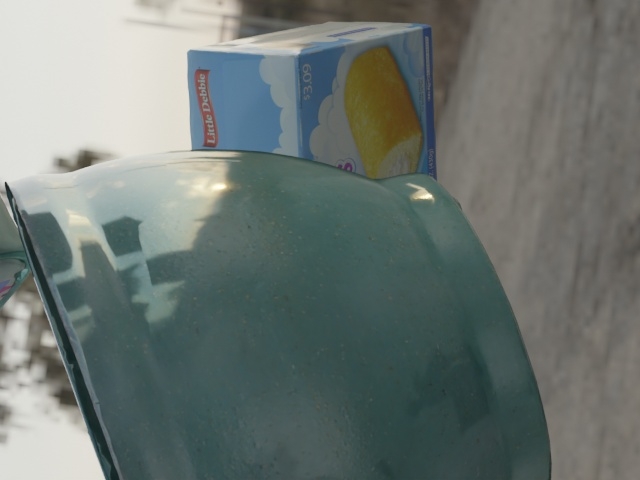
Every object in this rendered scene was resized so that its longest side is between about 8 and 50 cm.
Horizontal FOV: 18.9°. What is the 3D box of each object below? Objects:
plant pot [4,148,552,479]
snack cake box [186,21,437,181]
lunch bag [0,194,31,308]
[{"bbox_3d":[-0.010,0.079,0.921,0.293,0.196,0.293,161,90,-81],"label":"plant pot"},{"bbox_3d":[0.000,0.000,1.220,0.152,0.089,0.264,-21,-68,-53],"label":"snack cake box"},{"bbox_3d":[-0.300,0.029,1.013,0.224,0.279,0.108,-46,68,45],"label":"lunch bag"}]
